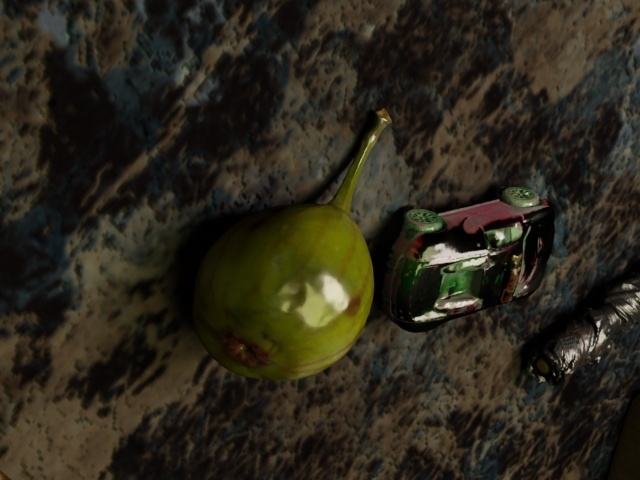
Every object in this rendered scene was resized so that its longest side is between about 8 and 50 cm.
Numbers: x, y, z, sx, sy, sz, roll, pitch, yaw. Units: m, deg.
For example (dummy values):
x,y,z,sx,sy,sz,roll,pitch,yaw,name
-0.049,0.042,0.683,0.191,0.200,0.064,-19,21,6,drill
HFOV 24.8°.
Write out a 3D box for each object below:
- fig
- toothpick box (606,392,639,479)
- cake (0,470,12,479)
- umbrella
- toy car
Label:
x,y,z,sx,sy,sz,roll,pitch,yaw,name
0.009,0.007,0.754,0.166,0.093,0.093,-37,132,-28,fig
0.382,0.202,1.168,0.308,0.187,0.190,3,109,-42,toothpick box
-0.194,0.214,0.623,0.112,0.135,0.246,35,84,-47,cake
0.200,0.054,1.007,0.144,0.037,0.040,-32,158,-29,umbrella
0.095,0.013,0.869,0.142,0.055,0.069,-14,123,-39,toy car
